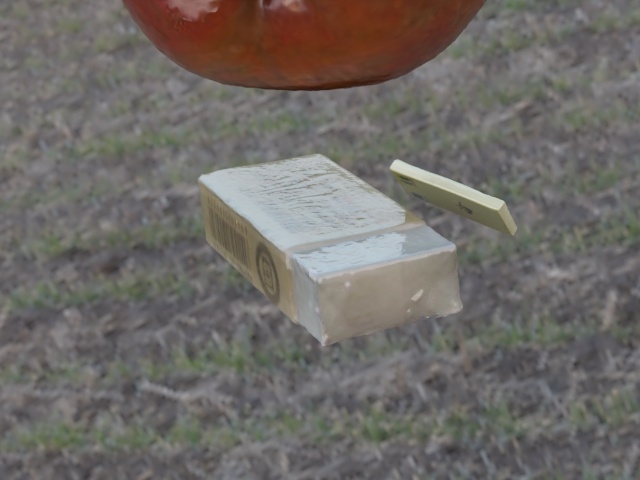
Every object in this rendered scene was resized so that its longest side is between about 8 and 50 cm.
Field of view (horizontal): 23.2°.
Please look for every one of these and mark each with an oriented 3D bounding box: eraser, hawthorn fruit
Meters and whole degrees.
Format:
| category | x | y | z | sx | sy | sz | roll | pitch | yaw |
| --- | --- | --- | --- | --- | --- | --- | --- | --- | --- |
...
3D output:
| category | x | y | z | sx | sy | sz | roll | pitch | yaw |
| --- | --- | --- | --- | --- | --- | --- | --- | --- | --- |
| eraser | 0.000 | 0.000 | 1.475 | 0.144 | 0.078 | 0.343 | -12 | 20 | -17 |
| hawthorn fruit | -0.005 | -0.235 | 1.046 | 0.277 | 0.277 | 0.298 | -20 | 3 | 9 |

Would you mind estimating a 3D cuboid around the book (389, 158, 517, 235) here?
| category | x | y | z | sx | sy | sz | roll | pitch | yaw |
| --- | --- | --- | --- | --- | --- | --- | --- | --- | --- |
| book | 0.122 | -0.039 | 1.406 | 0.111 | 0.077 | 0.014 | 22 | 81 | 22 |
